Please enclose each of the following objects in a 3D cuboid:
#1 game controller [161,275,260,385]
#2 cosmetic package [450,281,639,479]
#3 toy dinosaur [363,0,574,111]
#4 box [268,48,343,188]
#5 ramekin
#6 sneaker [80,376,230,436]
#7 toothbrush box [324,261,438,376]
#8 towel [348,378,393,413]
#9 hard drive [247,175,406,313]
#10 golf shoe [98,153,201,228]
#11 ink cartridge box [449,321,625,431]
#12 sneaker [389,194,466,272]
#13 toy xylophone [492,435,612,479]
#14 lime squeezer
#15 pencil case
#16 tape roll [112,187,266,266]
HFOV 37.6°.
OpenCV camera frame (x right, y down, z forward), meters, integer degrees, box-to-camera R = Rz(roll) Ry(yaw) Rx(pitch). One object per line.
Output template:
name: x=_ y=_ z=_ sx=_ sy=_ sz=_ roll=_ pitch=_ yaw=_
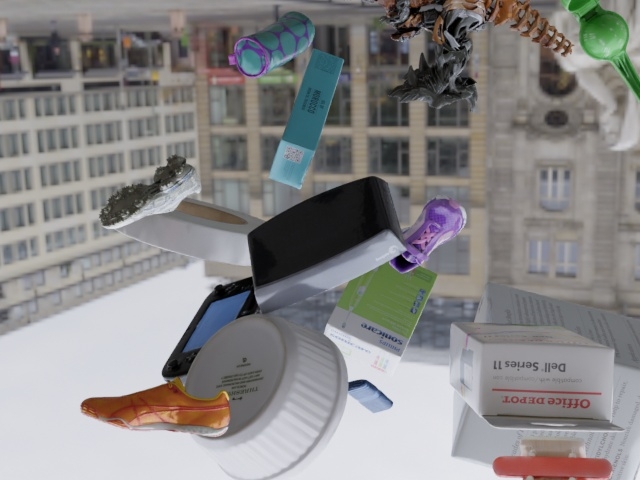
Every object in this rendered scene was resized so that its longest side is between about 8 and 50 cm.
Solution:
game controller: x=-0.201 y=0.172 z=1.884 sx=0.166 sy=0.067 sz=0.319 roll=-27 pitch=-159 yaw=28
cosmetic package: x=0.529 y=0.334 z=2.144 sx=0.394 sy=0.327 sz=0.329 roll=15 pitch=-162 yaw=4
toy dinosaur: x=0.180 y=-0.304 z=1.316 sx=0.322 sy=0.218 sz=0.164 roll=25 pitch=-155 yaw=29
box: x=-0.023 y=-0.212 z=1.619 sx=0.060 sy=0.100 sz=0.244 roll=19 pitch=-130 yaw=-4
ramekin: x=-0.099 y=0.238 z=1.487 sx=0.273 sy=0.273 sz=0.127 roll=11 pitch=156 yaw=46
sneaker: x=-0.194 y=0.194 z=1.112 sx=0.175 sy=0.067 sz=0.064 roll=5 pitch=170 yaw=-10
toothbrush box: x=0.156 y=0.179 z=2.457 sx=0.206 sy=0.122 sz=0.283 roll=24 pitch=-126 yaw=7
towel: x=0.114 y=0.361 z=2.195 sx=0.067 sy=0.119 sz=0.029 roll=-20 pitch=-137 yaw=32
hard drive: x=0.000 y=0.000 z=1.496 sx=0.255 sy=0.054 sz=0.172 roll=-24 pitch=-135 yaw=14
golf shoe: x=-0.271 y=-0.060 z=1.527 sx=0.176 sy=0.086 sz=0.069 roll=-30 pitch=-128 yaw=5
ink cartridge box: x=0.334 y=0.208 z=1.493 sx=0.207 sy=0.119 sz=0.353 roll=2 pitch=-178 yaw=-2
sneaker: x=0.221 y=-0.003 z=2.008 sx=0.104 sy=0.095 sz=0.236 roll=-51 pitch=-178 yaw=-41
toy xylophone: x=0.420 y=0.476 z=1.594 sx=0.236 sy=0.081 sz=0.322 roll=-8 pitch=-141 yaw=12
lime squeezer: x=0.324 y=-0.242 z=1.038 sx=0.059 sy=0.310 sz=0.110 roll=-46 pitch=-139 yaw=-9
pencil case: x=-0.071 y=-0.300 z=1.438 sx=0.070 sy=0.064 sz=0.152 roll=9 pitch=-149 yaw=27
tape roll: x=-0.266 y=-0.031 z=2.047 sx=0.392 sy=0.072 sz=0.392 roll=14 pitch=-172 yaw=-2
